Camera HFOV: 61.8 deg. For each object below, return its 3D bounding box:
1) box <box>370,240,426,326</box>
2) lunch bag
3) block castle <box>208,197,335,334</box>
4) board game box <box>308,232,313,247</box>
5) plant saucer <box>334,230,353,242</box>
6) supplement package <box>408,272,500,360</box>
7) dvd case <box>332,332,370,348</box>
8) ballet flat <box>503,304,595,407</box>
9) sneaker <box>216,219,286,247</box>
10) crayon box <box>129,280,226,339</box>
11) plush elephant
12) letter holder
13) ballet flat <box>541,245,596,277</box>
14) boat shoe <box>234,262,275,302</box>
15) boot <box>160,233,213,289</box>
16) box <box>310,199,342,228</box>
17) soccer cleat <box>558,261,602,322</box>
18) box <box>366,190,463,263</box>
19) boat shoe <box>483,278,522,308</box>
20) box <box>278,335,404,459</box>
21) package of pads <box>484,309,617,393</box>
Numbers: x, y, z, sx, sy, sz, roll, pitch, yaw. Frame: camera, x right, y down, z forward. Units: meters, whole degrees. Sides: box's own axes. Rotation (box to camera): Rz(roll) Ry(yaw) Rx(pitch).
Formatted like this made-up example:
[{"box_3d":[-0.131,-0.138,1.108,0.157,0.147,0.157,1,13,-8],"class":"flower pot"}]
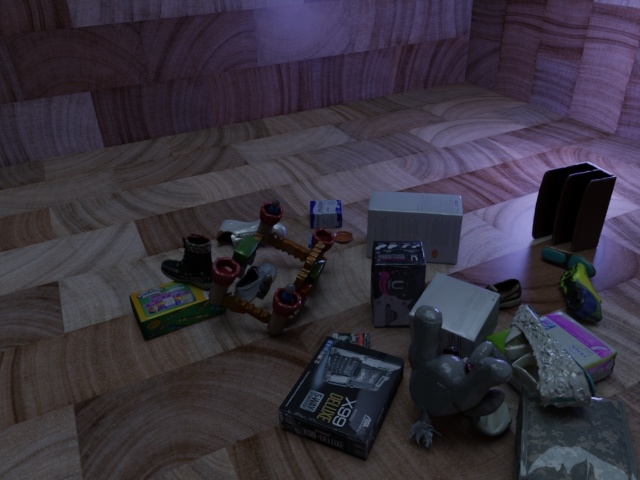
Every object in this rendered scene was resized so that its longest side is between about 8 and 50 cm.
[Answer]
[{"box_3d":[0.243,0.140,1.700,0.163,0.248,0.142,-1,30,3],"class":"box"},{"box_3d":[0.562,0.484,1.200,0.235,0.169,0.287,8,28,19],"class":"lunch bag"},{"box_3d":[-0.146,0.067,1.787,0.302,0.213,0.453,27,37,3],"class":"block castle"},{"box_3d":[0.000,0.000,2.162,0.089,0.020,0.090,3,32,5],"class":"board game box"},{"box_3d":[0.091,-0.014,2.186,0.083,0.013,0.084,-2,31,1],"class":"plant saucer"},{"box_3d":[0.400,0.237,1.597,0.203,0.149,0.194,20,51,31],"class":"supplement package"},{"box_3d":[0.094,0.318,1.646,0.119,0.013,0.087,1,31,2],"class":"dvd case"},{"box_3d":[0.532,0.278,1.334,0.146,0.147,0.409,0,14,3],"class":"ballet flat"},{"box_3d":[-0.280,-0.012,2.138,0.289,0.106,0.123,0,40,19],"class":"sneaker"},{"box_3d":[-0.476,0.211,1.787,0.278,0.081,0.165,-18,34,-24],"class":"crayon box"},{"box_3d":[0.361,0.355,1.364,0.255,0.330,0.271,-1,23,-47],"class":"plush elephant"},{"box_3d":[0.947,-0.118,2.029,0.214,0.302,0.152,-11,33,-14],"class":"letter holder"},{"box_3d":[0.913,0.070,1.953,0.067,0.073,0.206,-11,33,-42],"class":"ballet flat"},{"box_3d":[-0.230,0.133,1.900,0.079,0.081,0.227,13,35,22],"class":"boat shoe"},{"box_3d":[-0.445,0.054,1.791,0.236,0.179,0.085,15,34,25],"class":"boot"},{"box_3d":[0.023,-0.115,2.299,0.137,0.072,0.126,-2,31,1],"class":"box"},{"box_3d":[0.877,0.175,1.788,0.121,0.093,0.289,35,33,1],"class":"soccer cleat"},{"box_3d":[0.355,-0.053,2.043,0.344,0.215,0.168,4,32,9],"class":"box"},{"box_3d":[0.549,0.184,1.758,0.257,0.095,0.095,-17,34,-22],"class":"boat shoe"},{"box_3d":[0.065,0.409,1.437,0.242,0.077,0.307,13,34,23],"class":"box"},{"box_3d":[0.649,0.329,1.512,0.296,0.101,0.229,-15,32,-19],"class":"package of pads"}]
